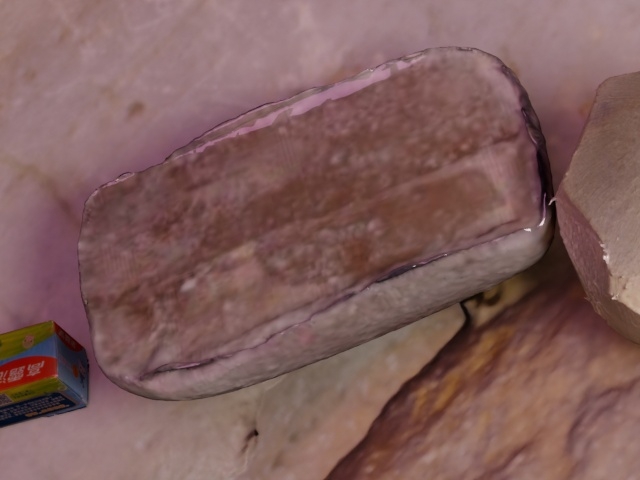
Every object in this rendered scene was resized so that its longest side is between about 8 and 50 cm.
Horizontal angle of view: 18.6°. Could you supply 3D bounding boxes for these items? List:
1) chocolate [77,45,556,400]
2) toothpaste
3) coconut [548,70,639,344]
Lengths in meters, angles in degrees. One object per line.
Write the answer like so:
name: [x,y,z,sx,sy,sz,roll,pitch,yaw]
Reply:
chocolate: [0.000,0.000,1.204,0.303,0.100,0.185,-20,50,8]
toothpaste: [-0.253,0.099,1.270,0.193,0.070,0.044,-16,60,14]
coconut: [0.210,-0.021,1.094,0.161,0.162,0.161,-9,63,18]
